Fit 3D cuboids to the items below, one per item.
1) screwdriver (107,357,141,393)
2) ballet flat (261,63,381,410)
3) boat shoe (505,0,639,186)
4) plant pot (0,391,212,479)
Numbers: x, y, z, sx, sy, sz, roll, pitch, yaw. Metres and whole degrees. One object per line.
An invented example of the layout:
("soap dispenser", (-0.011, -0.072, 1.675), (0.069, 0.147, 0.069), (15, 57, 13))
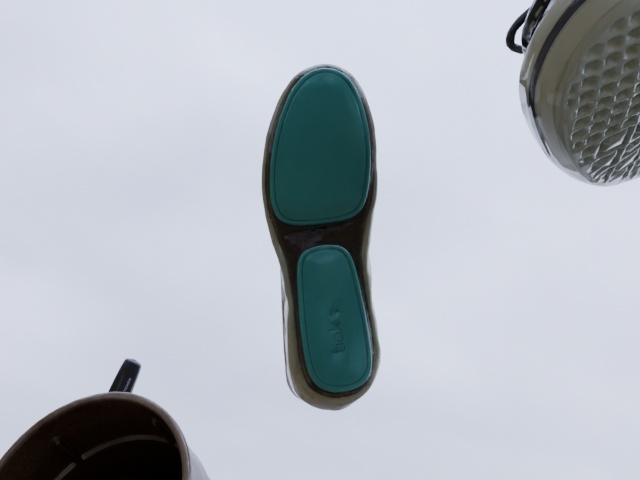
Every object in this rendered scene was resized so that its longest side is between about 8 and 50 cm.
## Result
("screwdriver", (-0.225, 0.197, 1.579), (0.024, 0.170, 0.025), (25, -3, 33))
("ballet flat", (0.000, 0.000, 1.122), (0.086, 0.248, 0.086), (0, -12, 0))
("boat shoe", (0.223, -0.152, 1.048), (0.187, 0.156, 0.500), (-47, -14, 23))
("plant pot", (-0.111, 0.209, 0.993), (0.167, 0.167, 0.165), (-5, -36, 33))
